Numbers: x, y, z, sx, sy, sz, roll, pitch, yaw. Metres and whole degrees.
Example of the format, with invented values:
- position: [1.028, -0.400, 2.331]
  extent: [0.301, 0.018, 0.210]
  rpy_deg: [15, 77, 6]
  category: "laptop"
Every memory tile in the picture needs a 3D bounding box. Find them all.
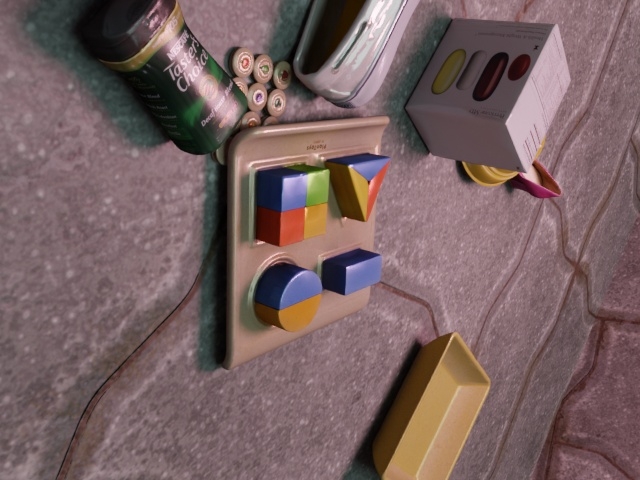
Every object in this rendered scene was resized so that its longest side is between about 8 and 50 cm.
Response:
- position: [-0.086, -0.165, 0.846]
  extent: [0.113, 0.012, 0.148]
  rpy_deg: [3, 103, -52]
  category: "memory tile"

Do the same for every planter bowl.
- position: [0.383, -0.210, 1.315]
  extent: [0.217, 0.090, 0.217]
  rpy_deg: [-9, 106, -33]
  category: "planter bowl"

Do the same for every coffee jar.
- position: [-0.159, -0.180, 0.691]
  extent: [0.096, 0.079, 0.184]
  rpy_deg: [-59, 141, -17]
  category: "coffee jar"

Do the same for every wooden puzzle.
- position: [0.000, 0.000, 0.958]
  extent: [0.322, 0.080, 0.348]
  rpy_deg: [-17, 120, -48]
  category: "wooden puzzle"

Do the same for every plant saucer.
- position: [0.236, 0.390, 1.439]
  extent: [0.333, 0.081, 0.333]
  rpy_deg: [-60, 143, -16]
  category: "plant saucer"

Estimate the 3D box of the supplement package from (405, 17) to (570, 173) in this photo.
- position: [0.292, -0.254, 1.139]
  extent: [0.203, 0.194, 0.149]
  rpy_deg: [-62, 142, -14]
  category: "supplement package"

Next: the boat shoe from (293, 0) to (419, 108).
- position: [0.051, -0.366, 0.853]
  extent: [0.156, 0.136, 0.367]
  rpy_deg: [13, 104, -50]
  category: "boat shoe"

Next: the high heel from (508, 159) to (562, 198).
- position: [0.457, -0.171, 1.451]
  extent: [0.082, 0.117, 0.244]
  rpy_deg: [-58, 141, -18]
  category: "high heel"
